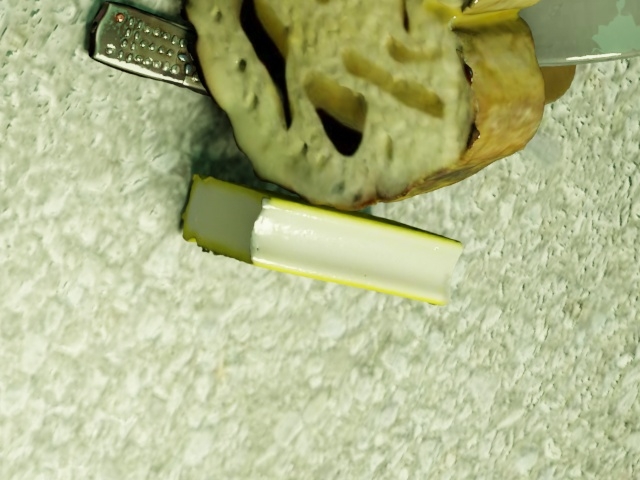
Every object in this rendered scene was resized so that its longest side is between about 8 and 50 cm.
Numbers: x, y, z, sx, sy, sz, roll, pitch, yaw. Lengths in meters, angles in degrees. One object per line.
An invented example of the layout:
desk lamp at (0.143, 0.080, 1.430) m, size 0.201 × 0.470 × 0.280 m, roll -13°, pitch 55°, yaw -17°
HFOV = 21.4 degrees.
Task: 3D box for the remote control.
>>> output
remote control at (-0.111, -0.160, 1.528) m, size 0.212 × 0.028 × 0.059 m, roll 17°, pitch 95°, yaw -32°

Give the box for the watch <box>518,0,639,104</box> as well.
watch at (0.184, -0.249, 1.510) m, size 0.335 × 0.327 × 0.314 m, roll -13°, pitch 106°, yaw -28°

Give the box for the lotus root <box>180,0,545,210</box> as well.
lotus root at (0.026, -0.213, 1.406) m, size 0.111 × 0.375 × 0.390 m, roll -26°, pitch 139°, yaw -46°

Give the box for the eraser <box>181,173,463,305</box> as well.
eraser at (0.000, 0.000, 1.550) m, size 0.226 × 0.158 × 0.069 m, roll 13°, pitch 91°, yaw -32°
